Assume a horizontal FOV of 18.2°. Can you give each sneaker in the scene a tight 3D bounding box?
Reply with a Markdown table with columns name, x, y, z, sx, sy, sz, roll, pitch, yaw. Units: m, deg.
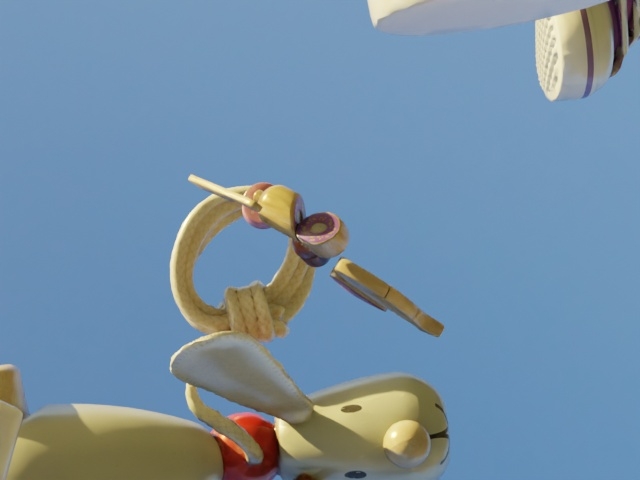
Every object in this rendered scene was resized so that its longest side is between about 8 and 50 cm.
| name | x | y | z | sx | sy | sz | roll | pitch | yaw |
| --- | --- | --- | --- | --- | --- | --- | --- | --- | --- |
| sneaker | 0.229 | -0.185 | 1.412 | 0.161 | 0.102 | 0.282 | 0 | -150 | 8 |

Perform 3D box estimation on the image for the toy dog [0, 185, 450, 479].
| name | x | y | z | sx | sy | sz | roll | pitch | yaw |
| --- | --- | --- | --- | --- | --- | --- | --- | --- | --- |
| toy dog | -0.088 | 0.126 | 1.069 | 0.334 | 0.161 | 0.220 | -30 | -81 | -11 |

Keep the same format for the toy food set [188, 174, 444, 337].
| name | x | y | z | sx | sy | sz | roll | pitch | yaw |
| --- | --- | --- | --- | --- | --- | --- | --- | --- | --- |
| toy food set | 0.000 | 0.000 | 0.907 | 0.122 | 0.078 | 0.019 | 36 | -98 | -36 |

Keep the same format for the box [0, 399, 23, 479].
| name | x | y | z | sx | sy | sz | roll | pitch | yaw |
| --- | --- | --- | --- | --- | --- | --- | --- | --- | --- |
| box | -0.295 | 0.196 | 0.830 | 0.215 | 0.168 | 0.345 | 34 | -119 | -42 |

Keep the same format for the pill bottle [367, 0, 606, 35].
| name | x | y | z | sx | sy | sz | roll | pitch | yaw |
| --- | --- | --- | --- | --- | --- | --- | --- | --- | --- |
| pill bottle | 0.062 | -0.263 | 0.920 | 0.176 | 0.176 | 0.318 | -7 | -94 | -38 |
